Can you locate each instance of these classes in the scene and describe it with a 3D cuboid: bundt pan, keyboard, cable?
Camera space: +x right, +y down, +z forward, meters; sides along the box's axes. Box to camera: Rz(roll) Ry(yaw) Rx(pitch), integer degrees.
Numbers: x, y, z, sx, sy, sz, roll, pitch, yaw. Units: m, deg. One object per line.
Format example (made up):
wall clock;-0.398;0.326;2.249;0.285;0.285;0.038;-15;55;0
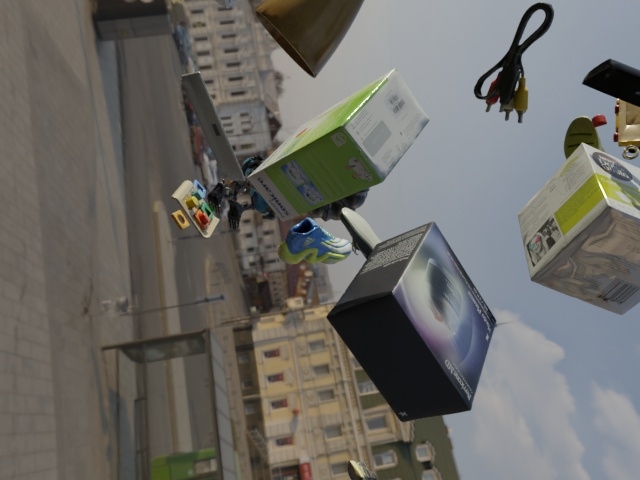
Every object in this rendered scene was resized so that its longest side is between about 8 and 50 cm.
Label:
bundt pan;0.039;-0.214;2.061;0.124;0.331;0.330;-97;-179;-66
keyboard;0.825;-0.377;1.320;0.201;0.318;0.033;159;-54;-76
keyboard;-0.236;-0.246;1.206;0.072;0.014;0.255;4;-55;40
cable;0.475;-0.440;1.340;0.140;0.072;0.287;28;-60;30

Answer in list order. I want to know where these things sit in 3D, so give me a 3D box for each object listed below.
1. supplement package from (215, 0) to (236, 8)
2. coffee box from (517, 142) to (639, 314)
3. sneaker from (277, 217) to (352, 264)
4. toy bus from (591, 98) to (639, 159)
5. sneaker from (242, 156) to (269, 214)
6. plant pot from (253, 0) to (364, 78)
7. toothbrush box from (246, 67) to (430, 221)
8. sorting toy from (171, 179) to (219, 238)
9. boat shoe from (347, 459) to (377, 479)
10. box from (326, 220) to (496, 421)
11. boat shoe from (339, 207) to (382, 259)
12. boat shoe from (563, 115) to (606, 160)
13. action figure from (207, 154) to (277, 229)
supplement package;-0.265;-0.875;1.699;0.134;0.244;0.139;40;-14;24
coffee box;0.875;-0.035;1.687;0.334;0.338;0.338;-79;-167;-48
sneaker;0.000;0.000;1.533;0.091;0.240;0.126;49;-46;39
toy bus;0.923;-0.325;1.599;0.104;0.202;0.191;40;13;-51
sneaker;-0.212;-0.189;1.960;0.092;0.088;0.228;58;13;-64
plant pot;-0.005;-0.609;1.446;0.237;0.254;0.237;47;6;-6
toothbrush box;0.029;-0.169;1.013;0.122;0.206;0.283;51;-37;-16
sorting toy;-0.438;-0.119;1.960;0.196;0.047;0.347;55;17;-20
boat shoe;0.110;0.564;1.270;0.152;0.049;0.056;-140;-132;-64
box;0.211;0.170;1.165;0.296;0.183;0.294;55;40;-12
boat shoe;0.142;0.007;1.712;0.254;0.079;0.095;46;35;1
boat shoe;0.902;-0.280;1.832;0.113;0.103;0.302;1;-63;42
action figure;-0.179;-0.138;1.477;0.164;0.276;0.140;35;-46;16
